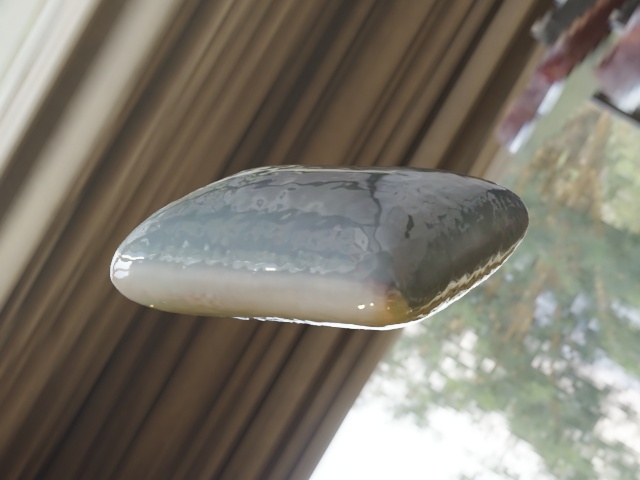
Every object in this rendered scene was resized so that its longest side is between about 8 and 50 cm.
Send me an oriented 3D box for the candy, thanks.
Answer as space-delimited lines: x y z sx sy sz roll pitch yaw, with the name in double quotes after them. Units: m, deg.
0.000 0.000 0.750 0.174 0.071 0.138 3 -161 34 "candy"
